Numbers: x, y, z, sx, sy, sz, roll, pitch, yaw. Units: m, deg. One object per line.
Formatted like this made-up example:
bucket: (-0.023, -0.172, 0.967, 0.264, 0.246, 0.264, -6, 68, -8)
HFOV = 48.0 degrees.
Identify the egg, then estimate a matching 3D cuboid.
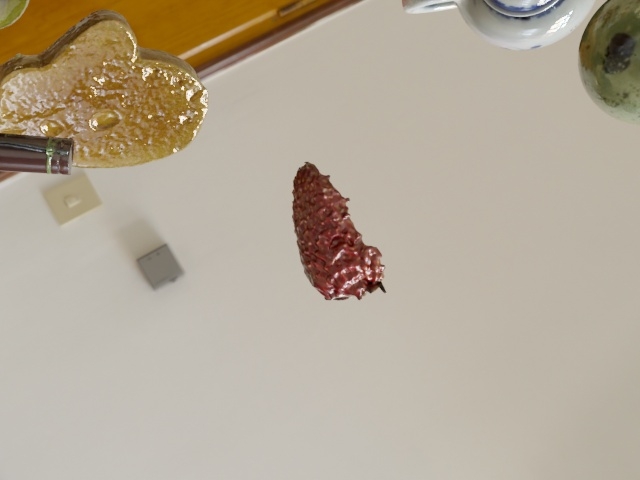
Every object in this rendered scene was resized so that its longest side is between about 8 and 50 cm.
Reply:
egg: (0.429, -0.234, 0.899, 0.177, 0.228, 0.177, 25, -59, 48)

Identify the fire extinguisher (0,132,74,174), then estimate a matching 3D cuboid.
fire extinguisher: (-0.352, -0.097, 0.781, 0.064, 0.158, 0.043, 159, -68, -72)

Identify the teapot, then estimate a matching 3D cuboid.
teapot: (0.346, -0.454, 1.221, 0.280, 0.424, 0.252, -33, 113, -70)

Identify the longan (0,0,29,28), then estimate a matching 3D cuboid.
longan: (-0.459, -0.354, 0.936, 0.176, 0.145, 0.154, 43, -40, 40)

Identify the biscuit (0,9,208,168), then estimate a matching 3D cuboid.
biscuit: (-0.356, -0.240, 1.171, 0.287, 0.344, 0.057, 100, -26, -44)

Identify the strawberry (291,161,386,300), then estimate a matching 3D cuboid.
strawberry: (-0.003, 0.004, 1.013, 0.208, 0.087, 0.167, 55, -23, -5)
